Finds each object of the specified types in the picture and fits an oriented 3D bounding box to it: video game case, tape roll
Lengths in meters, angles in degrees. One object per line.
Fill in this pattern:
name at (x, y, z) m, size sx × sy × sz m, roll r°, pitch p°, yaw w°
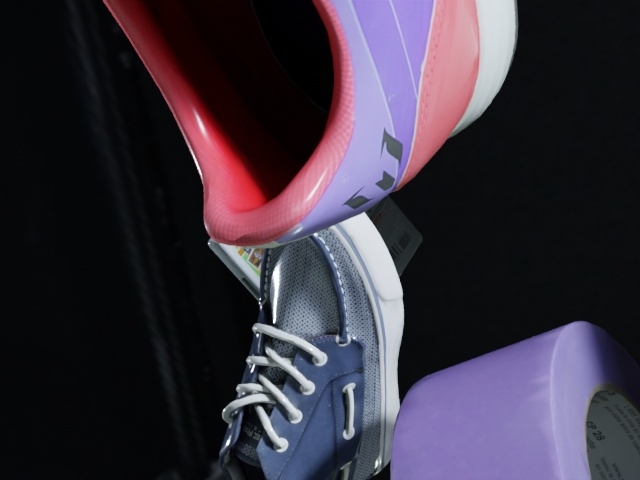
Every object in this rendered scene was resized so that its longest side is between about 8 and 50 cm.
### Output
video game case at (0.000, 0.000, 1.714) m, size 0.023 × 0.212 × 0.193 m, roll -18°, pitch -61°, yaw 47°
tape roll at (0.113, 0.136, 0.746) m, size 0.080 × 0.189 × 0.189 m, roll -22°, pitch -81°, yaw 24°

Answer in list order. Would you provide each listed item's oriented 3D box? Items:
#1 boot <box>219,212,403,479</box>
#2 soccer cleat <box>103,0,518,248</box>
boot at (-0.009, 0.063, 0.784) m, size 0.069 × 0.086 × 0.190 m, roll 23°, pitch -40°, yaw 35°
soccer cleat at (-0.041, -0.150, 0.440) m, size 0.109 × 0.116 × 0.318 m, roll -8°, pitch -65°, yaw 35°
